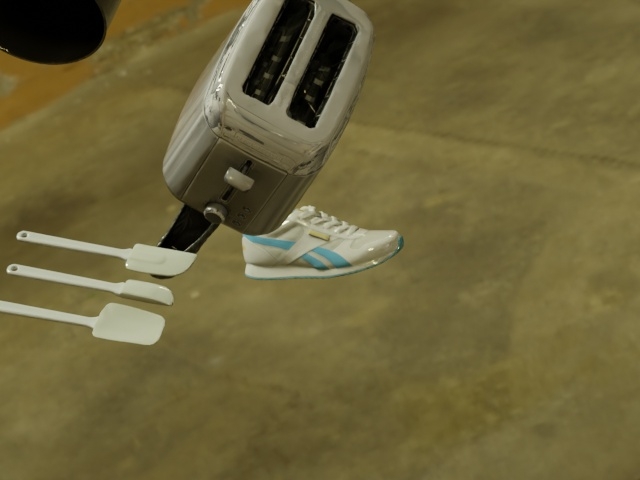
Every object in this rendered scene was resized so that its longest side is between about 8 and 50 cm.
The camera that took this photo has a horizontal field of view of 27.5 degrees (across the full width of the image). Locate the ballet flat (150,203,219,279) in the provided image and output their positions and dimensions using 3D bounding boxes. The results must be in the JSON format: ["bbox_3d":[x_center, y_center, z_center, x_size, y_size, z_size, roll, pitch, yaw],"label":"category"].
[{"bbox_3d":[-0.169,-0.018,1.717,0.173,0.057,0.049,-58,-5,15],"label":"ballet flat"}]

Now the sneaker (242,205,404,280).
[{"bbox_3d":[0.000,0.000,1.791,0.228,0.092,0.087,-4,10,14],"label":"sneaker"}]

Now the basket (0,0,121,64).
[{"bbox_3d":[-0.272,-0.331,1.446,0.204,0.154,0.227,-10,46,43],"label":"basket"}]

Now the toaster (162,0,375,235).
[{"bbox_3d":[-0.037,-0.124,1.117,0.227,0.129,0.146,-65,10,-26],"label":"toaster"}]

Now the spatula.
[{"bbox_3d":[-0.293,0.054,1.630,0.242,0.019,0.168,10,48,11],"label":"spatula"}]
